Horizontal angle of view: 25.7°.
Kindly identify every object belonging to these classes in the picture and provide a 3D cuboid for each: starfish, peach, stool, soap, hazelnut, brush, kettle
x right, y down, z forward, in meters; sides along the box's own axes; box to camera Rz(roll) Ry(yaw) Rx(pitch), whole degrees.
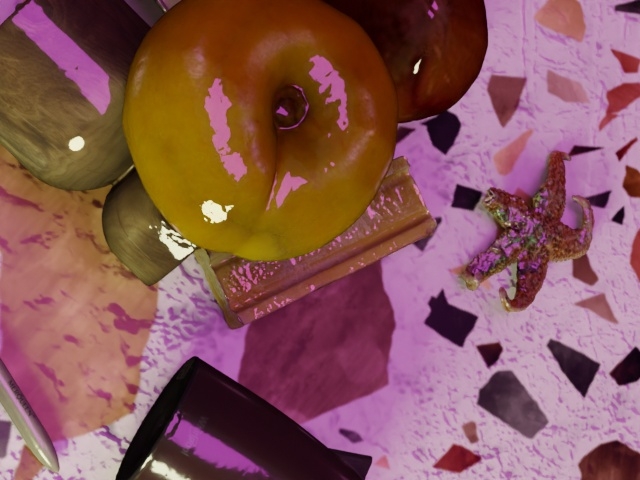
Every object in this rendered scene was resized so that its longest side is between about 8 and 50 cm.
[{"bbox_3d":[0.231,-0.012,1.552,0.150,0.053,0.209,35,67,-27],"label":"starfish"},{"bbox_3d":[-0.050,-0.102,1.212,0.251,0.153,0.251,3,84,-25],"label":"peach"},{"bbox_3d":[-0.194,-0.110,1.318,0.264,0.179,0.179,45,70,-11],"label":"stool"},{"bbox_3d":[0.000,0.000,1.456,0.252,0.037,0.092,-25,94,-23],"label":"soap"},{"bbox_3d":[0.085,-0.219,1.429,0.208,0.208,0.208,3,82,-21],"label":"hazelnut"},{"bbox_3d":[-0.328,0.094,1.320,0.042,0.039,0.299,-31,98,-19],"label":"brush"},{"bbox_3d":[-0.070,0.248,1.325,0.232,0.144,0.202,33,71,-9],"label":"kettle"}]

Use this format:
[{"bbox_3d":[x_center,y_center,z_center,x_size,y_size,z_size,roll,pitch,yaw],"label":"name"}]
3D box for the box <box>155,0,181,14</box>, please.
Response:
[{"bbox_3d":[-0.105,-0.356,1.327,0.225,0.190,0.297,-33,105,4],"label":"box"}]
